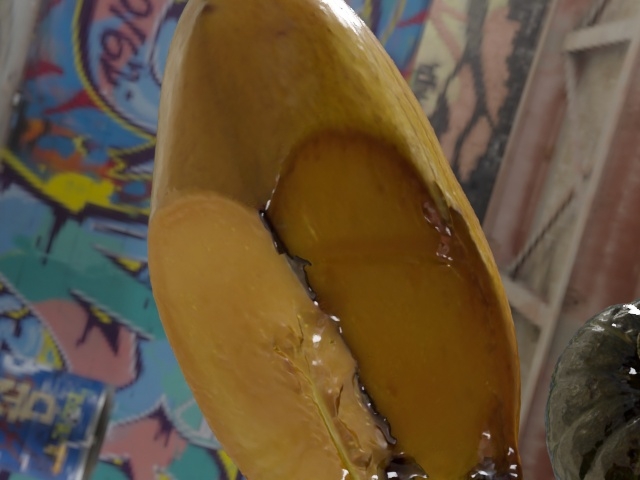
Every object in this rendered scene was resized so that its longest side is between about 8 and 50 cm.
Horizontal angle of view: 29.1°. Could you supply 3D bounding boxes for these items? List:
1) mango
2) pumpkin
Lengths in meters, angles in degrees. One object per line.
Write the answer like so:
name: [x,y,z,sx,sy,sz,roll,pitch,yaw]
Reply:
mango: [0.000,0.000,0.521,0.154,0.126,0.252,-17,89,-51]
pumpkin: [0.280,0.137,0.938,0.157,0.223,0.224,61,33,-47]
